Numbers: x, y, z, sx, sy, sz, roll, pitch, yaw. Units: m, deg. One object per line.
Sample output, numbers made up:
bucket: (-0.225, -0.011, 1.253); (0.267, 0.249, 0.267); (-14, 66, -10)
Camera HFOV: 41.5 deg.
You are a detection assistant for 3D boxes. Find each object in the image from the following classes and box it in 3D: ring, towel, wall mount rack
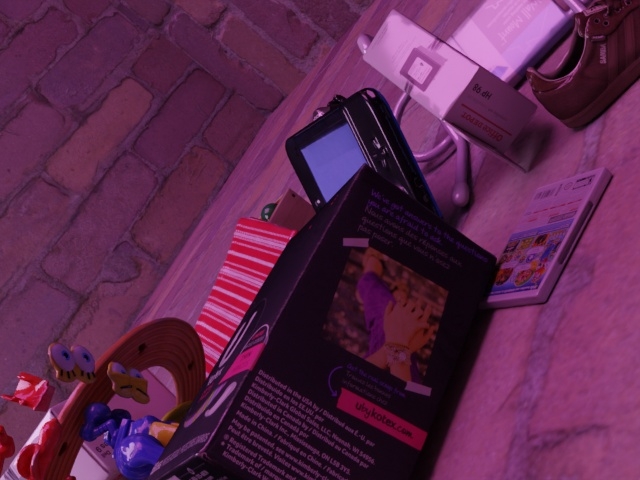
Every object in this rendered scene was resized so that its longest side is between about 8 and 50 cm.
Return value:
ring: (-0.235, 0.245, 0.980); (0.336, 0.032, 0.337); (18, -90, -72)
towel: (-0.126, 0.099, 1.221); (0.199, 0.031, 0.275); (18, 84, 63)
wall mount rack: (0.188, -0.203, 0.940); (0.350, 0.130, 0.304); (-47, 50, 26)

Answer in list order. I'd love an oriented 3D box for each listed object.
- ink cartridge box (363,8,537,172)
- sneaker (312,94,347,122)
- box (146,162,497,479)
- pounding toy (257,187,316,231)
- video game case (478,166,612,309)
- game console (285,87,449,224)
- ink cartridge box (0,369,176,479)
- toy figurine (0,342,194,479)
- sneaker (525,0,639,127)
ink cartridge box: (0.134, -0.146, 0.815); (0.060, 0.104, 0.180); (-56, 45, 15)
sneaker: (0.021, -0.182, 1.498); (0.078, 0.106, 0.234); (-43, 16, 41)
box: (0.003, 0.102, 0.670); (0.270, 0.143, 0.165); (-60, 10, -33)
pounding toy: (-0.106, 0.043, 1.364); (0.181, 0.094, 0.206); (-40, 17, 44)
video game case: (0.174, 0.000, 0.665); (0.122, 0.011, 0.087); (-57, 14, -19)
game console: (0.000, 0.000, 0.953); (0.173, 0.250, 0.293); (-28, 5, -19)
ink cartridge box: (-0.337, 0.329, 1.173); (0.289, 0.121, 0.211); (-51, -11, 21)
toy figurine: (-0.135, 0.248, 0.845); (0.362, 0.217, 0.191); (45, -119, -60)
sneaker: (0.260, -0.185, 0.724); (0.188, 0.071, 0.066); (-49, 13, 16)
